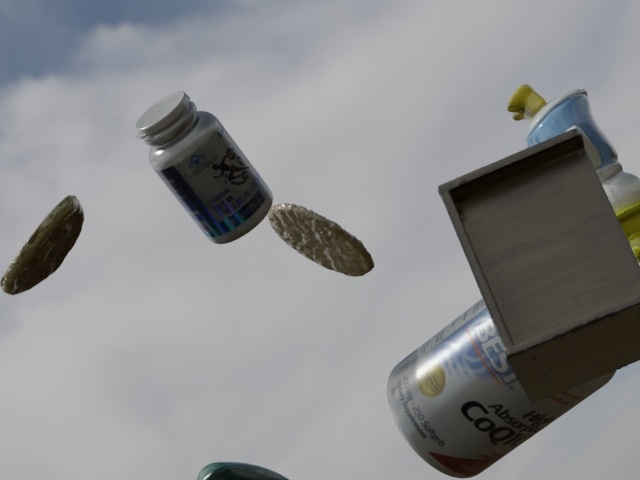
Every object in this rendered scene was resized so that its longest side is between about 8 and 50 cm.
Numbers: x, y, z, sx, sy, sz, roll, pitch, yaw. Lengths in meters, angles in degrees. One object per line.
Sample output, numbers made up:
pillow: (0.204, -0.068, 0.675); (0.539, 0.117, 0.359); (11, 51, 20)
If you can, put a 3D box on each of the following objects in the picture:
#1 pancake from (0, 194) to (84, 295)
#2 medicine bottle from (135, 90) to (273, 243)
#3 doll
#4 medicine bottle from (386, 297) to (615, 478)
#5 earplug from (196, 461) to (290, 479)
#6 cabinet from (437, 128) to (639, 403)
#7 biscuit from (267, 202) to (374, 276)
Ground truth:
pancake: (-0.340, 0.010, 1.964); (0.158, 0.028, 0.158); (-52, -7, -9)
medicine bottle: (-0.153, -0.096, 2.065); (0.107, 0.191, 0.107); (-30, 24, 15)
doll: (0.303, -0.078, 1.777); (0.098, 0.241, 0.135); (-23, -19, -23)
medicine bottle: (0.221, 0.129, 1.754); (0.288, 0.157, 0.157); (-41, -16, 28)
earplug: (-0.033, 0.371, 1.515); (0.163, 0.280, 0.258); (0, -64, -14)
cabinet: (0.222, 0.029, 1.488); (0.148, 0.175, 0.215); (-23, -21, 5)
biscuit: (0.000, 0.000, 1.564); (0.015, 0.120, 0.120); (-60, -7, -19)
